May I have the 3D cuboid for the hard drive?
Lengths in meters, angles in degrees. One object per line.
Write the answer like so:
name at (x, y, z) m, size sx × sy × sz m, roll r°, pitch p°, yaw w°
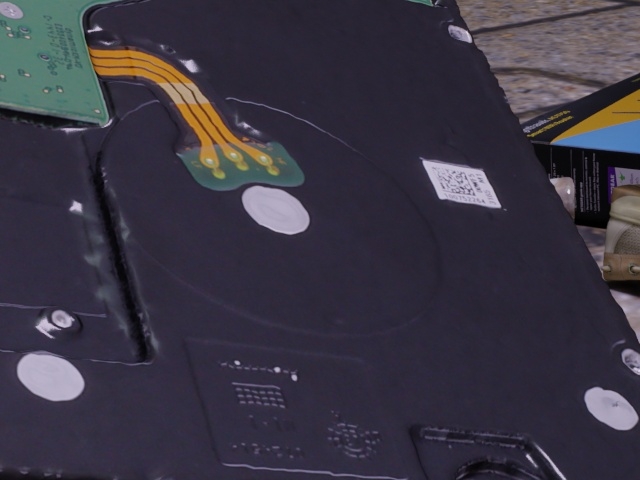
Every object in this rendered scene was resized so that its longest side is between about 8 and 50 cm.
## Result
hard drive at (-0.037, -0.021, 0.625) m, size 0.237 × 0.064 × 0.339 m, roll 8°, pitch 38°, yaw -27°

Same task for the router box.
router box at (0.194, -0.051, 1.049) m, size 0.133 × 0.046 × 0.179 m, roll 8°, pitch 20°, yaw 35°

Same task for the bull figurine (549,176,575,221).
bull figurine at (0.000, 0.000, 0.821) m, size 0.188 × 0.101 × 0.310 m, roll 0°, pitch 18°, yaw -4°

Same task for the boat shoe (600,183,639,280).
boat shoe at (0.192, 0.013, 0.852) m, size 0.153 × 0.048 × 0.056 m, roll 18°, pitch 13°, yaw 36°
